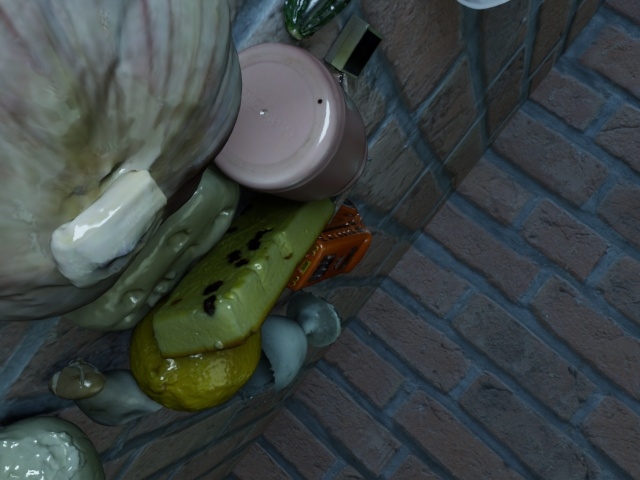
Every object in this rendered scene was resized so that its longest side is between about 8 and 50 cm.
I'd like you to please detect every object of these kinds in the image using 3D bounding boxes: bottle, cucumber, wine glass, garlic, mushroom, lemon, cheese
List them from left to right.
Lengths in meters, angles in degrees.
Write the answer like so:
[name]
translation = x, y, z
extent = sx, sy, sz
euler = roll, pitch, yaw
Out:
[garlic]
translation = -0.188, -0.095, 0.398
extent = 0.322, 0.241, 0.322
euler = -156, -90, -90
[mushroom]
translation = -0.342, 0.237, 0.961
extent = 0.116, 0.093, 0.225
euler = -10, 148, 15
[cheese]
translation = -0.211, 0.005, 0.771
extent = 0.263, 0.093, 0.159
euler = -49, 168, -2
[lemon]
translation = -0.200, 0.173, 0.993
extent = 0.204, 0.204, 0.260
euler = -56, 170, 21
[wine glass]
translation = -0.102, 0.256, 1.501
extent = 0.357, 0.190, 0.190
euler = -33, 157, -55
[bottle]
translation = -0.020, -0.154, 0.817
extent = 0.297, 0.173, 0.207
euler = 8, 89, -73
[cucumber]
translation = 0.043, -0.346, 0.714
extent = 0.265, 0.077, 0.077
euler = -48, 165, 0

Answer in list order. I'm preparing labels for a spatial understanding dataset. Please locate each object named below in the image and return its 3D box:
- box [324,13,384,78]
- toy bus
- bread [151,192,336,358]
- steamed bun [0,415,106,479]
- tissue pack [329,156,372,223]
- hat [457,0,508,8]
[box]
translation = 0.051, -0.293, 0.923
extent = 0.083, 0.035, 0.079
euler = -56, 164, 18
[toy bus]
translation = 0.000, 0.000, 1.245
extent = 0.143, 0.153, 0.329
euler = -57, 163, 18
[bread]
translation = -0.101, 0.028, 0.890
extent = 0.138, 0.077, 0.361
euler = -10, -153, 28
[steamed bun]
translation = -0.441, 0.440, 0.872
extent = 0.334, 0.233, 0.312
euler = -44, 163, -16
[tissue pack]
translation = 0.005, -0.114, 1.071
extent = 0.148, 0.108, 0.060
euler = -58, 166, 22
[hat]
translation = 0.225, -0.444, 0.857
extent = 0.126, 0.203, 0.203
euler = -8, 137, -46
